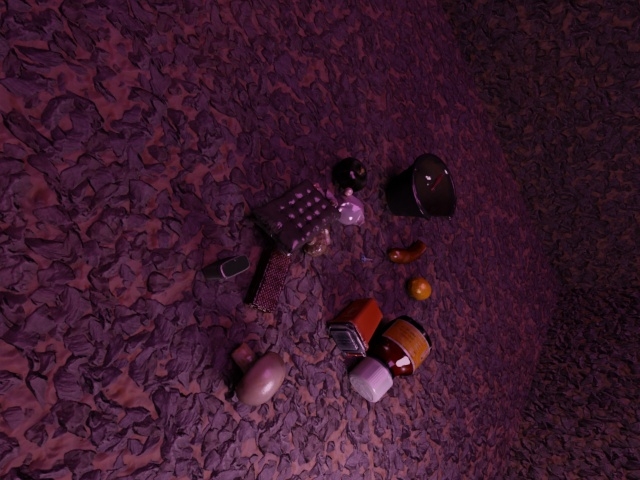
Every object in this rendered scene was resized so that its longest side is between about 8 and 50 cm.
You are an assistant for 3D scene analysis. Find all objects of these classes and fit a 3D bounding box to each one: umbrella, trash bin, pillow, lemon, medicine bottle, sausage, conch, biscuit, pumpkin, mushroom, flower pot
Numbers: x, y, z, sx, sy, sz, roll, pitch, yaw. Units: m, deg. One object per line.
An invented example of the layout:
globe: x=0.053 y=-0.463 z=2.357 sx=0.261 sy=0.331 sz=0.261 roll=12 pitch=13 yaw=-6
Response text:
umbrella: x=0.584 y=-0.298 z=2.106 sx=0.165 sy=0.025 sz=0.027 roll=-50 pitch=133 yaw=-33
trash bin: x=-0.329 y=0.095 z=1.465 sx=0.116 sy=0.130 sz=0.059 roll=-25 pitch=100 yaw=-42
pillow: x=-0.091 y=-0.101 z=1.664 sx=0.228 sy=0.101 sz=0.326 roll=46 pitch=56 yaw=7
lemon: x=0.528 y=0.258 z=2.236 sx=0.155 sy=0.114 sz=0.114 roll=46 pitch=55 yaw=-29
medicine bottle: x=0.309 y=0.542 z=1.921 sx=0.395 sy=0.242 sz=0.242 roll=-37 pitch=108 yaw=-25
sausage: x=0.466 y=0.067 z=2.237 sx=0.302 sy=0.076 sz=0.102 roll=-15 pitch=85 yaw=-44
conch: x=0.000 y=0.000 z=1.783 sx=0.207 sy=0.130 sz=0.155 roll=28 pitch=90 yaw=-55
biscuit: x=-0.198 y=0.149 z=1.618 sx=0.106 sy=0.070 sz=0.252 roll=36 pitch=60 yaw=-34
trash bin: x=0.168 y=0.377 z=1.858 sx=0.239 sy=0.161 sz=0.184 roll=-40 pitch=110 yaw=-43
pumpkin: x=0.147 y=-0.309 z=1.975 sx=0.167 sy=0.125 sz=0.167 roll=4 pitch=79 yaw=-23
mushroom: x=-0.228 y=0.470 z=1.467 sx=0.209 sy=0.206 sz=0.206 roll=27 pitch=64 yaw=-13
flower pot: x=0.507 y=-0.255 z=2.209 sx=0.380 sy=0.251 sz=0.379 roll=8 pitch=78 yaw=-39

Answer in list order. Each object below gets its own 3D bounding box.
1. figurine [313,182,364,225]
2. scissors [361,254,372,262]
figurine: x=0.072 y=-0.152 z=1.844 sx=0.276 sy=0.200 sz=0.133 roll=20 pitch=49 yaw=-9
scissors: x=0.228 y=0.092 z=2.061 sx=0.083 sy=0.006 sz=0.036 roll=5 pitch=78 yaw=-42
